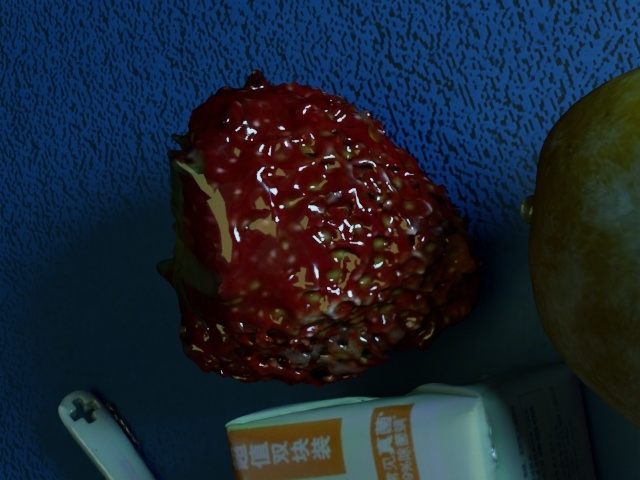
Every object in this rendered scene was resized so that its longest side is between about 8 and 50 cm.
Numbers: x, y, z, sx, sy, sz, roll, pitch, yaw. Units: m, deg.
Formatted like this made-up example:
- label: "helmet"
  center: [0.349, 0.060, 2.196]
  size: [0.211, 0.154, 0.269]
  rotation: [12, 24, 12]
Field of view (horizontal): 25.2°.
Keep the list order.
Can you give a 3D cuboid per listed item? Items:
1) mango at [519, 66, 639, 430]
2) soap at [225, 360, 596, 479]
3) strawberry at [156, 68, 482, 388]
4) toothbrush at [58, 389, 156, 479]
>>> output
- label: "mango"
  center: [0.272, 0.033, 0.664]
  size: [0.384, 0.199, 0.222]
  rotation: [20, 103, 29]
- label: "soap"
  center: [0.062, 0.182, 0.838]
  size: [0.182, 0.138, 0.199]
  rotation: [-12, 87, 33]
- label: "strawberry"
  center: [0.000, 0.000, 0.861]
  size: [0.201, 0.184, 0.187]
  rotation: [10, 93, 2]
- label: "toothbrush"
  center: [-0.054, 0.257, 0.969]
  size: [0.418, 0.042, 0.040]
  rotation: [50, 147, 19]
